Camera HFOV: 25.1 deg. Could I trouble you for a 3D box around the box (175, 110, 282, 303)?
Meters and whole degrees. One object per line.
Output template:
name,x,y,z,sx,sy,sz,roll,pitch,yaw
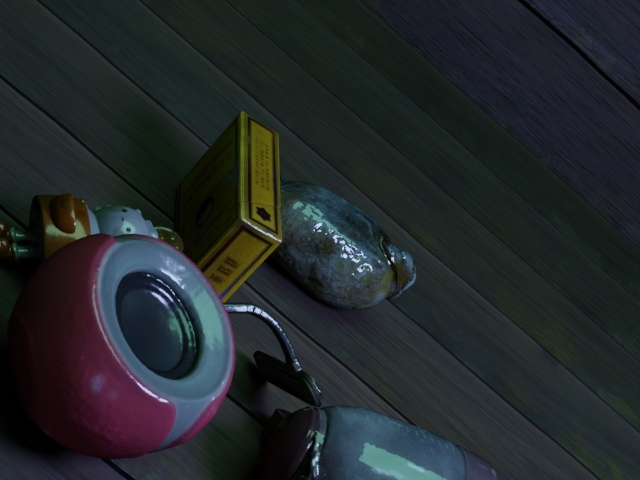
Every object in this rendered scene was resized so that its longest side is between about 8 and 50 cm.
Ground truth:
box,-0.151,-0.046,2.302,0.084,0.193,0.301,30,30,-23

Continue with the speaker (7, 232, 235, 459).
speaker,-0.248,0.135,1.838,0.294,0.294,0.294,33,29,-21

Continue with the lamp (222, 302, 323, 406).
lamp,-0.144,0.150,2.109,0.283,0.203,0.124,16,81,-24

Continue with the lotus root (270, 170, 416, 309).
lotus root,-0.002,0.002,2.481,0.349,0.175,0.175,35,29,-14

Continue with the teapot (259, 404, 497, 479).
teapot,0.053,0.340,2.054,0.312,0.233,0.315,30,1,-14

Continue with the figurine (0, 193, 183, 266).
figurine,-0.331,0.006,2.042,0.271,0.143,0.143,12,41,-33
